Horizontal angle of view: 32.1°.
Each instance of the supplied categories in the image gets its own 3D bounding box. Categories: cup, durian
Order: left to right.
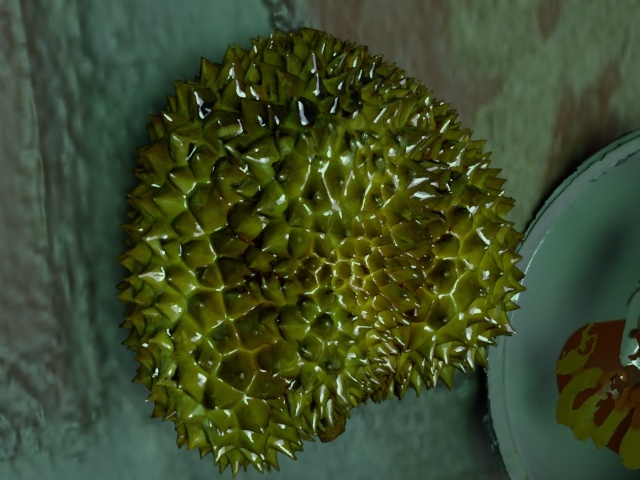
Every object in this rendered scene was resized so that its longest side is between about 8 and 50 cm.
[{"bbox_3d":[0.000,0.000,0.428,0.158,0.137,0.168,-3,90,-46],"label":"durian"},{"bbox_3d":[0.246,0.080,0.544,0.288,0.203,0.203,20,92,-35],"label":"cup"}]
